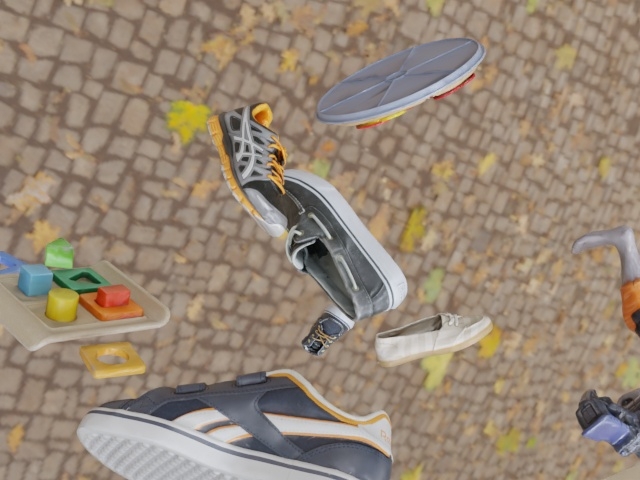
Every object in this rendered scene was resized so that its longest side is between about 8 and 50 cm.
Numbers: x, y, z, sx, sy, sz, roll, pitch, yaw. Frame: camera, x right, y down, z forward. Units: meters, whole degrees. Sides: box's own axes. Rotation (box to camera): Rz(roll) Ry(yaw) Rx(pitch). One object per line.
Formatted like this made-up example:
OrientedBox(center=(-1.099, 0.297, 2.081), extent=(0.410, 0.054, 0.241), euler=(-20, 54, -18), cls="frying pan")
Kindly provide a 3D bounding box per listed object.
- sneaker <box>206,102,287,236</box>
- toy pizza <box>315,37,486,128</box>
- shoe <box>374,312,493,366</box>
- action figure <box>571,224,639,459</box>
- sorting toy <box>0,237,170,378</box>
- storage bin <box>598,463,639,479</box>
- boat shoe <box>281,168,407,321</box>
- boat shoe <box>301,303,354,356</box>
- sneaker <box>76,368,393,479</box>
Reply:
OrientedBox(center=(-0.079, -0.097, 1.303), extent=(0.083, 0.215, 0.084), euler=(-27, 145, 5), cls="sneaker")
OrientedBox(center=(0.090, -0.169, 1.142), extent=(0.201, 0.201, 0.032), euler=(-36, 114, -26), cls="toy pizza")
OrientedBox(center=(0.201, 0.168, 1.841), extent=(0.219, 0.076, 0.058), euler=(-17, 107, -2), cls="shoe")
OrientedBox(center=(0.367, 0.121, 0.978), extent=(0.178, 0.330, 0.341), euler=(-37, 147, 28), cls="action figure")
OrientedBox(center=(-0.314, 0.068, 1.307), extent=(0.196, 0.347, 0.047), euler=(-10, 120, -41), cls="sorting toy")
OrientedBox(center=(0.231, 0.221, 0.612), extent=(0.262, 0.123, 0.260), euler=(-23, 113, 6), cls="storage bin")
OrientedBox(center=(0.000, 0.000, 1.705), extent=(0.119, 0.335, 0.121), euler=(-24, 141, -31), cls="boat shoe")
OrientedBox(center=(0.013, 0.185, 2.056), extent=(0.083, 0.065, 0.183), euler=(-54, 179, -16), cls="boat shoe")
OrientedBox(center=(-0.081, 0.200, 1.045), extent=(0.126, 0.321, 0.127), euler=(83, 23, -50), cls="sneaker")
